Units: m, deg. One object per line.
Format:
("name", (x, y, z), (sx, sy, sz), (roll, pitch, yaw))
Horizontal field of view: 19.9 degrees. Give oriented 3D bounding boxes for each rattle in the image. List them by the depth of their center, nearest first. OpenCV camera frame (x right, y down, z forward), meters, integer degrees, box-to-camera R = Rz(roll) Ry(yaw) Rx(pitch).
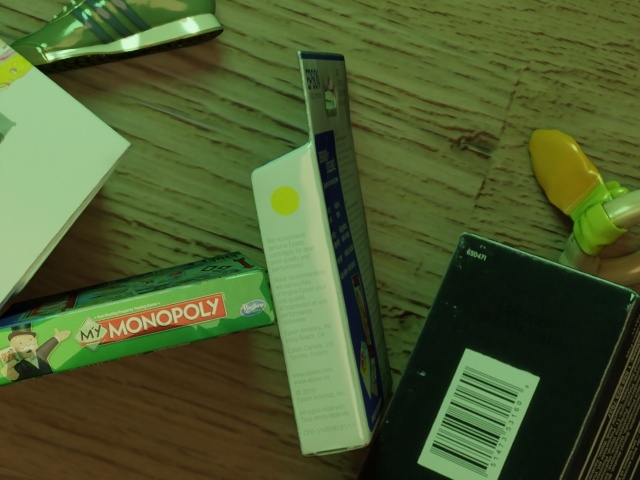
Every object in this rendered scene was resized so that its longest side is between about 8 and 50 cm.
("rattle", (0.303, -0.031, 1.693), (0.200, 0.143, 0.130), (-8, 127, -21))

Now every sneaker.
("sneaker", (-0.188, -0.204, 1.614), (0.192, 0.064, 0.086), (-12, 87, -6))

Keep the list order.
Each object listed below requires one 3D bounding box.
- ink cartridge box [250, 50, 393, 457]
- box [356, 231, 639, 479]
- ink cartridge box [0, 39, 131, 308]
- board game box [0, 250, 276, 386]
("ink cartridge box", (0.000, 0.000, 1.521), (0.072, 0.303, 0.307), (-11, 93, 8))
("box", (0.193, 0.189, 1.538), (0.183, 0.294, 0.296), (21, 85, 37))
("ink cartridge box", (-0.331, -0.076, 1.519), (0.270, 0.198, 0.197), (39, 76, -8))
("board game box", (-0.155, 0.059, 1.500), (0.213, 0.317, 0.046), (-12, 93, -6))
